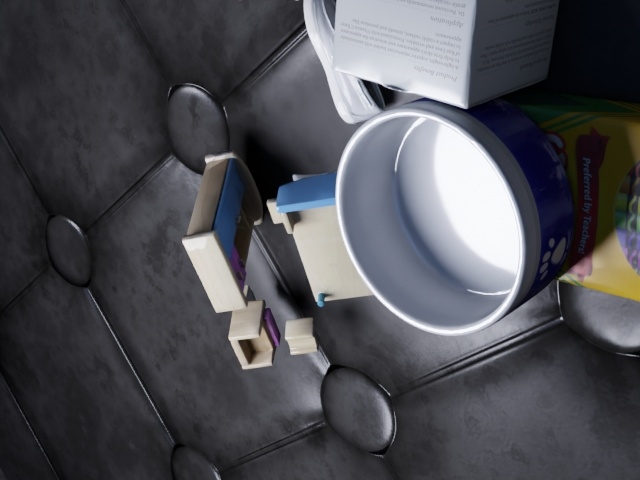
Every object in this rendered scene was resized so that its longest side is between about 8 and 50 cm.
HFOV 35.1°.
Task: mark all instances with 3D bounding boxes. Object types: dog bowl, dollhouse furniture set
[{"bbox_3d":[0.147,-0.033,1.142,0.265,0.104,0.265,23,124,38],"label":"dog bowl"},{"bbox_3d":[0.000,0.000,1.437,0.303,0.198,0.286,-9,129,14],"label":"dollhouse furniture set"}]

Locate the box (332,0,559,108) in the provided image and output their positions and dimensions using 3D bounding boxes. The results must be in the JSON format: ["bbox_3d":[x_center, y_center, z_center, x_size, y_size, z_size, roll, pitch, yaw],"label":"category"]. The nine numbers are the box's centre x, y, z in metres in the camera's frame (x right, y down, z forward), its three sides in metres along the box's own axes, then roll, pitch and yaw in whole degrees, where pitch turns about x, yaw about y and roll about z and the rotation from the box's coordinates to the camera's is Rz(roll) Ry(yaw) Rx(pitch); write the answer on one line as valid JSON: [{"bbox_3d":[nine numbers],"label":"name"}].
[{"bbox_3d":[0.139,-0.237,1.113,0.181,0.182,0.119,22,121,34],"label":"box"}]

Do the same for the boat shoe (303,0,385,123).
[{"bbox_3d":[0.034,-0.242,1.296,0.063,0.066,0.184,-13,98,31],"label":"boat shoe"}]

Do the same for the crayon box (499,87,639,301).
[{"bbox_3d":[0.326,-0.046,1.099,0.318,0.081,0.202,14,118,38],"label":"crayon box"}]
